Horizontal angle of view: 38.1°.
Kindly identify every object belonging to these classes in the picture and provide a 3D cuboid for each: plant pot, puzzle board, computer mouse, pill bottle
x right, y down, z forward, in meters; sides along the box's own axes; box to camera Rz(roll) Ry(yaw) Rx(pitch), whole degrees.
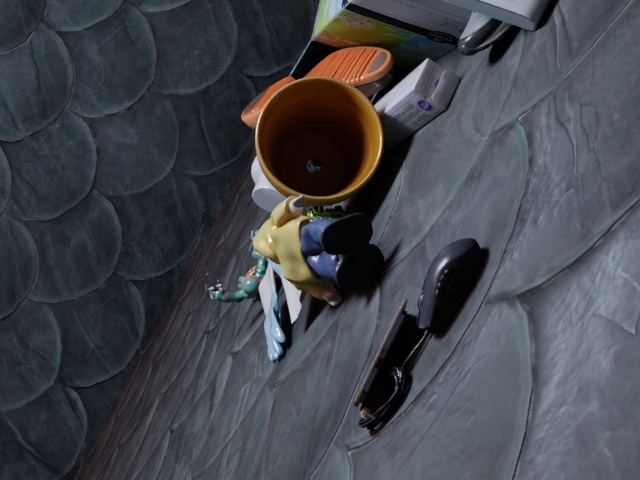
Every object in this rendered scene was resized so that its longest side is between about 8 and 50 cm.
[{"bbox_3d":[0.056,-0.335,1.891,0.165,0.166,0.234,-60,-4,3],"label":"plant pot"},{"bbox_3d":[-0.007,-0.147,1.557,0.205,0.205,0.188,-63,-1,-10],"label":"plant pot"},{"bbox_3d":[0.070,0.131,1.057,0.128,0.011,0.096,-63,-7,-10],"label":"puzzle board"},{"bbox_3d":[0.099,0.099,1.007,0.242,0.041,0.071,-60,13,4],"label":"computer mouse"},{"bbox_3d":[-0.064,-0.188,2.075,0.146,0.146,0.264,-42,22,56],"label":"pill bottle"}]

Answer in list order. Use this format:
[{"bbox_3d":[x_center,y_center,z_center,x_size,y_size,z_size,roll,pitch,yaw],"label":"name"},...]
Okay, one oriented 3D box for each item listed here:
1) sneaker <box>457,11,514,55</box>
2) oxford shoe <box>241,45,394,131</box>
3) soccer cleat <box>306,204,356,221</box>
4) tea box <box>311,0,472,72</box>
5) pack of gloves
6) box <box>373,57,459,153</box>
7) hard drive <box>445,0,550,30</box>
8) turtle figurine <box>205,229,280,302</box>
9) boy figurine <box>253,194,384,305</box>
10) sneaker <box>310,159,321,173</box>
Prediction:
[{"bbox_3d":[0.258,-0.387,1.324,0.271,0.108,0.100,-63,14,-4],"label":"sneaker"},{"bbox_3d":[0.015,-0.251,1.704,0.364,0.132,0.130,-12,36,48],"label":"oxford shoe"},{"bbox_3d":[0.001,0.000,1.588,0.289,0.093,0.121,-171,79,-72],"label":"soccer cleat"},{"bbox_3d":[0.155,-0.502,1.586,0.323,0.220,0.329,164,120,-75],"label":"tea box"},{"bbox_3d":[-0.085,0.078,1.584,0.232,0.046,0.195,-105,30,-52],"label":"pack of gloves"},{"bbox_3d":[0.122,-0.205,1.556,0.067,0.063,0.324,-65,13,-21],"label":"box"},{"bbox_3d":[0.266,-0.454,1.260,0.307,0.203,0.040,-62,-22,-7],"label":"hard drive"},{"bbox_3d":[-0.141,0.072,1.867,0.175,0.118,0.234,-45,-2,5],"label":"turtle figurine"},{"bbox_3d":[-0.015,0.014,1.393,0.092,0.177,0.285,-28,14,-21],"label":"boy figurine"},{"bbox_3d":[0.039,-0.173,1.785,0.178,0.077,0.072,-51,16,34],"label":"sneaker"}]
